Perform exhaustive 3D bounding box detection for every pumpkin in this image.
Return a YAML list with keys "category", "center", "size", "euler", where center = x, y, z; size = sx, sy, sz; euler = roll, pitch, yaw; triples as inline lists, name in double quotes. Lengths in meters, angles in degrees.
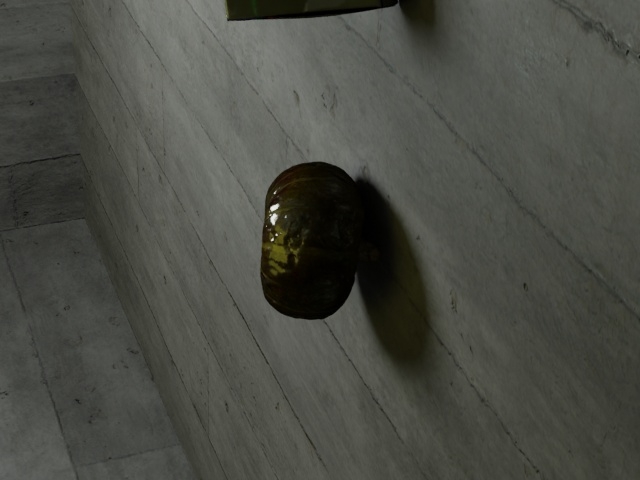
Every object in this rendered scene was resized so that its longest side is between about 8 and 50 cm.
- category: "pumpkin"
  center: [0.000, 0.000, 1.707]
  size: [0.219, 0.162, 0.219]
  euler: [7, -90, -89]

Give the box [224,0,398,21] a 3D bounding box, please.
- category: "box"
  center: [-0.026, -0.414, 1.477]
  size: [0.084, 0.198, 0.310]
  euler: [-36, -57, -67]
